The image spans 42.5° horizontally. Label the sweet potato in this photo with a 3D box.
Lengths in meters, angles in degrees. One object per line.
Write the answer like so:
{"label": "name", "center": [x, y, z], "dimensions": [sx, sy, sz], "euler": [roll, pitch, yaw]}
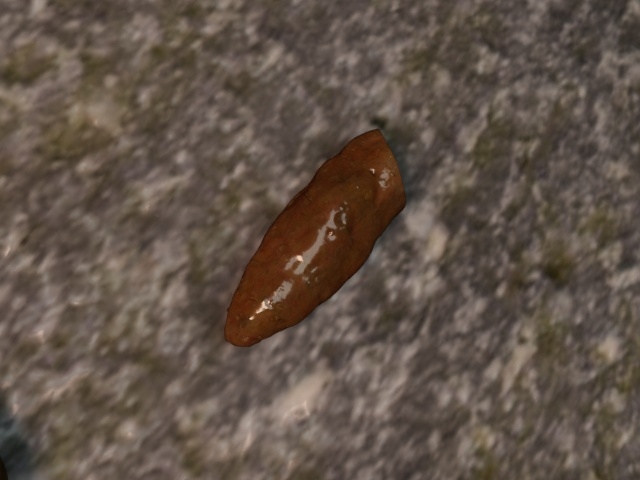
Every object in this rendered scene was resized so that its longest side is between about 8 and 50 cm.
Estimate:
{"label": "sweet potato", "center": [0.000, 0.000, 0.759], "dimensions": [0.097, 0.097, 0.251], "euler": [44, 66, -10]}

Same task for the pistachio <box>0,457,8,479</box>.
{"label": "pistachio", "center": [-0.321, 0.162, 0.588], "dimensions": [0.206, 0.131, 0.129], "euler": [37, 25, -1]}
